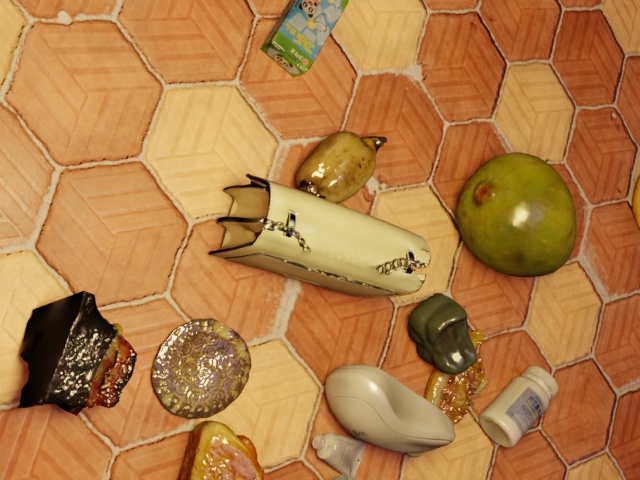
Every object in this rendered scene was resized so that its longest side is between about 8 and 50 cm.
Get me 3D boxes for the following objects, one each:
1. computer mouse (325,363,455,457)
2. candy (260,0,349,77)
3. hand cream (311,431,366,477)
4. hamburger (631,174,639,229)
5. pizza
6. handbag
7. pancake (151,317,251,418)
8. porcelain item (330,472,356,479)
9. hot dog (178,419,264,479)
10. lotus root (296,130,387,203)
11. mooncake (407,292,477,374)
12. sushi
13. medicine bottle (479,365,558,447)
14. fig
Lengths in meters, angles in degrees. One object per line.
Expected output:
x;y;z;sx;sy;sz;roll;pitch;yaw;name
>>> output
0.136;0.364;1.557;0.297;0.184;0.121;43;53;-23;computer mouse
-0.030;-0.437;1.544;0.097;0.062;0.195;37;72;-25;candy
0.036;0.435;1.582;0.142;0.053;0.084;36;72;-40;hand cream
0.966;-0.102;2.050;0.246;0.170;0.246;2;85;-30;hamburger
0.306;0.326;1.728;0.134;0.056;0.271;45;69;-12;pizza
0.000;0.000;1.454;0.358;0.236;0.160;18;82;-28;handbag
-0.223;0.241;1.445;0.199;0.021;0.199;1;88;-30;pancake
0.163;0.640;1.535;0.405;0.242;0.178;42;95;-21;porcelain item
-0.181;0.465;1.398;0.153;0.150;0.257;17;80;-19;hot dog
0.044;-0.153;1.548;0.221;0.118;0.125;-42;97;-27;lotus root
0.266;0.204;1.645;0.104;0.168;0.175;-34;90;-24;mooncake
-0.394;0.204;1.281;0.150;0.153;0.172;31;51;-44;sushi
0.465;0.385;1.791;0.186;0.102;0.103;-38;107;-25;medicine bottle
0.454;-0.035;1.711;0.326;0.258;0.258;40;70;-36;fig
